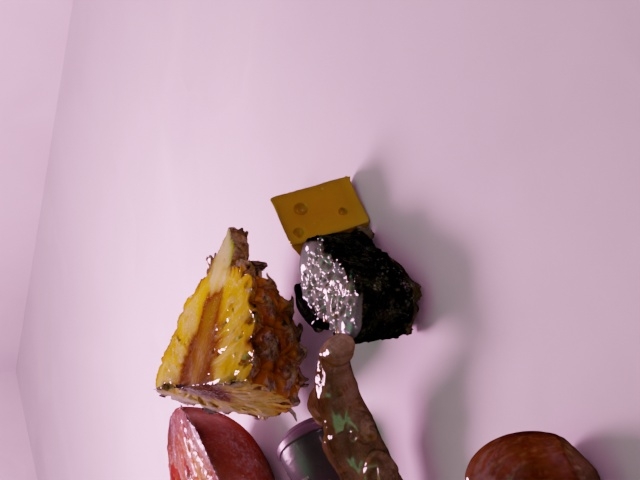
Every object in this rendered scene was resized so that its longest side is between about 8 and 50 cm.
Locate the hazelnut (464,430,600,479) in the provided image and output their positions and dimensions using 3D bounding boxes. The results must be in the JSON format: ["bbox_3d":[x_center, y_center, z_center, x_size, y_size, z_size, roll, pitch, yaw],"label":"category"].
[{"bbox_3d":[0.224,0.275,1.278,0.143,0.143,0.154,125,135,-54],"label":"hazelnut"}]

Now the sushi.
[{"bbox_3d":[0.052,0.075,1.666,0.212,0.115,0.147,-141,56,-60],"label":"sushi"}]

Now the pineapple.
[{"bbox_3d":[-0.094,0.138,1.977,0.344,0.209,0.286,-15,56,56],"label":"pineapple"}]

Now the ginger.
[{"bbox_3d":[0.049,0.286,1.632,0.166,0.080,0.333,-15,103,60],"label":"ginger"}]

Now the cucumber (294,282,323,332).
[{"bbox_3d":[-0.020,0.107,1.928,0.135,0.034,0.033,-137,45,-58],"label":"cucumber"}]

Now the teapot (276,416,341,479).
[{"bbox_3d":[0.004,0.351,1.805,0.146,0.116,0.148,64,144,30],"label":"teapot"}]

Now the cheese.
[{"bbox_3d":[0.000,0.000,1.828,0.171,0.126,0.093,91,158,-58],"label":"cheese"}]

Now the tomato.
[{"bbox_3d":[-0.162,0.449,2.145,0.338,0.143,0.339,173,90,-68],"label":"tomato"}]
